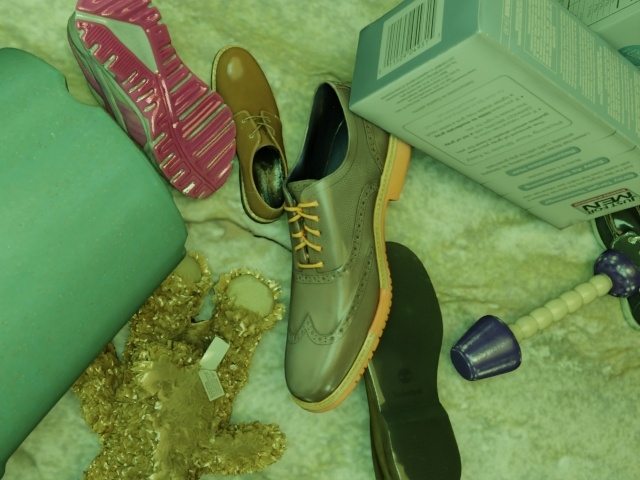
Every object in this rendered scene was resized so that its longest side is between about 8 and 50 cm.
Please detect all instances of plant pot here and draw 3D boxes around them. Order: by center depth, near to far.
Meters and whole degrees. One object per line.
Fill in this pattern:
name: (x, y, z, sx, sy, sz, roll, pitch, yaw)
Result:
plant pot: (-0.317, 0.032, 0.622, 0.341, 0.341, 0.334, 48, 66, -10)

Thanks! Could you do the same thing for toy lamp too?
toy lamp: (0.289, 0.097, 0.929, 0.274, 0.080, 0.080, -27, 95, -18)

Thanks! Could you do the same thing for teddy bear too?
teddy bear: (-0.156, 0.170, 0.776, 0.244, 0.113, 0.338, 4, 78, -25)

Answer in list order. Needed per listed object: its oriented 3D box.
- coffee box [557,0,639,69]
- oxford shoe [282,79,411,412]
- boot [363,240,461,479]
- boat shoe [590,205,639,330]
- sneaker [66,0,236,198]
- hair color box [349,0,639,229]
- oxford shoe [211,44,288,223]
coffee box: (0.462, -0.338, 0.878, 0.337, 0.334, 0.339, 15, 82, -17)
oxford shoe: (0.000, 0.000, 0.792, 0.132, 0.129, 0.364, 27, 65, -44)
boot: (0.082, 0.153, 0.853, 0.112, 0.115, 0.306, 3, 67, -17)
boat shoe: (0.439, 0.012, 0.985, 0.084, 0.079, 0.233, -21, 92, -17)
sneaker: (-0.182, -0.159, 0.782, 0.103, 0.111, 0.252, -39, 121, -20)
hair color box: (0.236, -0.146, 0.813, 0.374, 0.185, 0.114, 24, 63, -31)
oxford shoe: (-0.071, -0.128, 0.828, 0.076, 0.076, 0.213, -16, 90, -17)
